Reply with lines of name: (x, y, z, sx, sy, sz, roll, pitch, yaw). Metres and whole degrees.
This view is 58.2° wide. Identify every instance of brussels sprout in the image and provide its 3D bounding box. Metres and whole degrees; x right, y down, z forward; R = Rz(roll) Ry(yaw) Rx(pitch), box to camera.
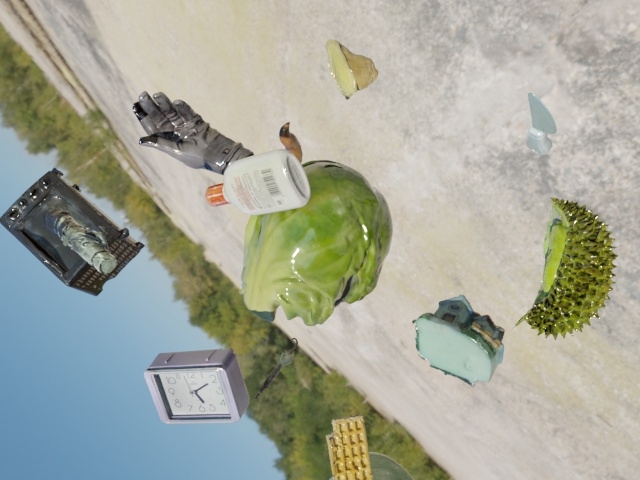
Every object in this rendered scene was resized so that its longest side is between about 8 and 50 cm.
brussels sprout: (-0.006, -0.018, 1.443, 0.342, 0.425, 0.361, 16, 119, 26)

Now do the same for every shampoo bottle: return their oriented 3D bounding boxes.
shampoo bottle: (-0.120, -0.094, 1.018, 0.221, 0.051, 0.108, -7, 118, 40)

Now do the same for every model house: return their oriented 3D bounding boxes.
model house: (0.264, 0.158, 1.033, 0.148, 0.149, 0.119, 15, 130, 32)

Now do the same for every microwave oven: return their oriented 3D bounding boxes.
microwave oven: (-0.574, -0.017, 1.339, 0.247, 0.178, 0.188, 39, 167, 11)

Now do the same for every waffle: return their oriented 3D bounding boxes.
waffle: (0.057, 0.426, 1.164, 0.021, 0.092, 0.135, -36, 60, 57)

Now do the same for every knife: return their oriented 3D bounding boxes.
knife: (0.559, -0.287, 1.455, 0.080, 0.044, 0.331, 35, -178, 22)

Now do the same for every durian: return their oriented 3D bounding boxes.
durian: (0.603, 0.070, 1.393, 0.158, 0.351, 0.169, 17, 173, -19)

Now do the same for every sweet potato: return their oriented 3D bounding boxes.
sweet potato: (-0.090, -0.296, 1.784, 0.058, 0.055, 0.202, 46, 173, 26)

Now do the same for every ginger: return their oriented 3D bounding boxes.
ginger: (0.101, -0.572, 1.849, 0.193, 0.123, 0.115, 62, 170, -7)

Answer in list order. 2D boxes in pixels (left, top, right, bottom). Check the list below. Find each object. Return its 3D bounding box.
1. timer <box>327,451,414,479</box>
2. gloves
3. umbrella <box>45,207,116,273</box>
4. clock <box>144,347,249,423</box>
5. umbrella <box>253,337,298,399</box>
timer: (0.055, 0.668, 1.278, 0.291, 0.315, 0.290, 32, -145, -25)
gloves: (-0.280, -0.216, 1.247, 0.285, 0.142, 0.119, 35, 150, -11)
umbrella: (-0.393, -0.005, 0.940, 0.188, 0.050, 0.046, 31, -155, 37)
clock: (-0.260, 0.310, 1.224, 0.073, 0.193, 0.144, -61, -40, -63)
umbrella: (-0.122, 0.386, 1.716, 0.044, 0.269, 0.044, -23, 109, 37)
